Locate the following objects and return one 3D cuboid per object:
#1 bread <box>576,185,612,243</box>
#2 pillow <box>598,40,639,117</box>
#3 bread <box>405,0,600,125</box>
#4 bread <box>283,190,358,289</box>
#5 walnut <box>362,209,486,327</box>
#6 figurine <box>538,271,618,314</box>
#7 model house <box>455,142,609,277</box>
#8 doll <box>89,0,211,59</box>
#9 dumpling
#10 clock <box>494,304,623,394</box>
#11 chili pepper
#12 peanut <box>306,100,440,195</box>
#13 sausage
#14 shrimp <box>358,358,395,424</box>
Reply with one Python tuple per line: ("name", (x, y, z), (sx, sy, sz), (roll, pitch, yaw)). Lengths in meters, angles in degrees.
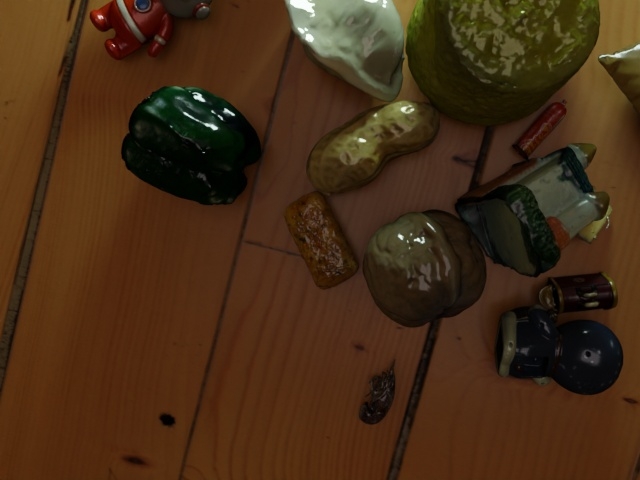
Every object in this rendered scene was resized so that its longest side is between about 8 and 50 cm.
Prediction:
("bread", (0.563, -0.053, 1.177), (0.084, 0.080, 0.109), (43, 99, 2))
("pillow", (0.770, -0.309, 1.117), (0.310, 0.119, 0.312), (-29, 86, 12))
("bread", (0.339, -0.408, 1.079), (0.348, 0.308, 0.348), (0, 92, 7))
("bread", (0.000, 0.000, 1.259), (0.114, 0.083, 0.211), (-28, 87, 12))
("walnut", (0.211, 0.053, 1.160), (0.248, 0.248, 0.248), (0, 92, 8))
("figurine", (0.538, 0.120, 1.180), (0.154, 0.098, 0.082), (-7, 95, 6))
("model house", (0.453, -0.087, 1.125), (0.291, 0.253, 0.184), (-36, 94, -4))
("doll", (-0.356, -0.542, 1.272), (0.336, 0.105, 0.199), (-27, 88, 9))
("dumpling", (0.050, -0.432, 1.159), (0.318, 0.243, 0.187), (54, 128, 14))
("clock", (0.490, 0.234, 1.167), (0.243, 0.146, 0.199), (6, 126, 10))
("chili pepper", (-0.272, -0.199, 1.218), (0.257, 0.248, 0.233), (31, 119, 4))
("peanut", (0.110, -0.203, 1.207), (0.305, 0.147, 0.147), (-32, 88, 5))
("sausage", (0.474, -0.240, 1.201), (0.050, 0.048, 0.145), (41, 95, -1))
("shrimp", (0.135, 0.337, 1.265), (0.065, 0.056, 0.165), (17, 92, 13))
